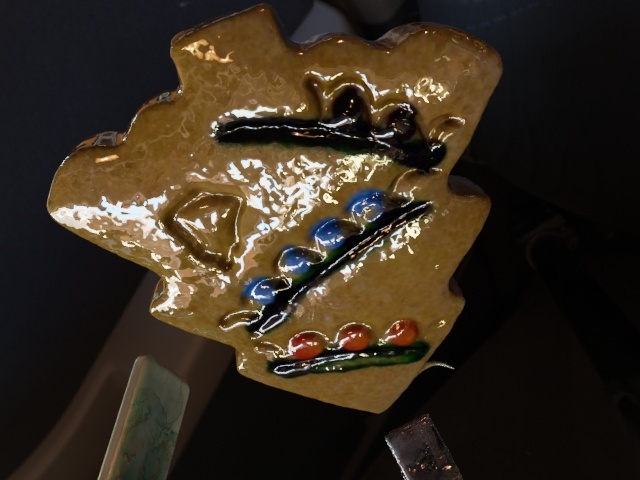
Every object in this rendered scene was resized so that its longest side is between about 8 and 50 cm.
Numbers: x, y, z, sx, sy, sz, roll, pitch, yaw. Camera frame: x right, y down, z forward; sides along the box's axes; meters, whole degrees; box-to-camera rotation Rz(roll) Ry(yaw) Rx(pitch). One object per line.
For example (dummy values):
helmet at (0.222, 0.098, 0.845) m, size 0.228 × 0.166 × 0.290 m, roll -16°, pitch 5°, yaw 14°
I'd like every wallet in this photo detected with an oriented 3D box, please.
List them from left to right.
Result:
wallet at (0.220, 0.466, 1.629) m, size 0.111 × 0.030 × 0.166 m, roll -26°, pitch 79°, yaw -7°

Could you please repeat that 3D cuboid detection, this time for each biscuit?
biscuit at (0.000, 0.001, 0.482) m, size 0.278 × 0.301 × 0.043 m, roll -22°, pitch 29°, yaw 8°

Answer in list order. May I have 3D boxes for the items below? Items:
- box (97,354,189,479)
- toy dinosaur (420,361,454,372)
box at (-0.289, 0.338, 1.234) m, size 0.044 × 0.142 × 0.285 m, roll -4°, pitch 57°, yaw 24°
toy dinosaur at (0.136, 0.220, 1.321) m, size 0.180 × 0.037 × 0.058 m, roll -16°, pitch 74°, yaw 8°
